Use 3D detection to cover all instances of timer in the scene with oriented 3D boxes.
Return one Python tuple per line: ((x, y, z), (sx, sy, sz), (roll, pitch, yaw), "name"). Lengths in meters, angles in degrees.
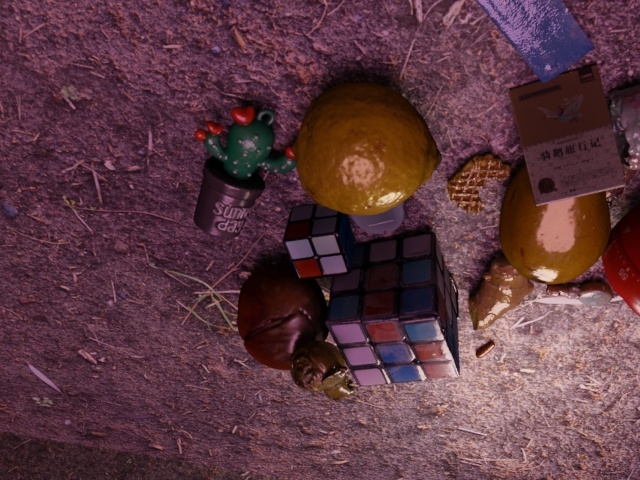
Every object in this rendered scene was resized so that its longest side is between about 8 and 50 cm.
((0.986, 0.065, 1.593), (0.378, 0.377, 0.279), (18, 135, -8), "timer")

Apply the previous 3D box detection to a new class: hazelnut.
((-0.116, 0.253, 1.951), (0.316, 0.372, 0.372), (-18, 141, -30), "hazelnut")

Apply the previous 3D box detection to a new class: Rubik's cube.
((0.000, 0.001, 1.815), (0.180, 0.167, 0.183), (-6, 129, 14), "Rubik's cube")
((0.243, 0.229, 1.861), (0.359, 0.363, 0.362), (-7, 135, 19), "Rubik's cube")

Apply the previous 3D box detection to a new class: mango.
((0.663, -0.074, 1.618), (0.302, 0.220, 0.444), (12, 130, 13), "mango")

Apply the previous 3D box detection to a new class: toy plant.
((-0.227, -0.202, 1.658), (0.280, 0.185, 0.400), (25, 114, -1), "toy plant")

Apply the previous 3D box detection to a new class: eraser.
((0.498, -0.519, 1.354), (0.312, 0.042, 0.144), (39, 124, -24), "eraser")

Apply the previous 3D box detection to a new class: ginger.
((0.588, 0.182, 1.932), (0.190, 0.126, 0.354), (11, 136, -16), "ginger")

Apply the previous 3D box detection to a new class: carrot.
((0.628, 0.419, 2.200), (0.032, 0.032, 0.093), (28, 126, -17), "carrot")

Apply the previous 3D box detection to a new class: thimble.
((0.814, -0.290, 1.437), (0.150, 0.185, 0.210), (-15, 94, 18), "thimble")

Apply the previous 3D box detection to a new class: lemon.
((0.117, -0.229, 1.479), (0.388, 0.349, 0.349), (7, 133, 7), "lemon")

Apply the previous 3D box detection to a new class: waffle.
((0.458, -0.167, 1.678), (0.149, 0.051, 0.194), (30, 124, -19), "waffle")

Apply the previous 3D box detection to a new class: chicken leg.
((0.024, 0.427, 1.819), (0.202, 0.152, 0.429), (-8, 150, 13), "chicken leg")

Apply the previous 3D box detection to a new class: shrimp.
((0.839, -0.164, 1.634), (0.102, 0.042, 0.190), (-6, 130, 4), "shrimp")

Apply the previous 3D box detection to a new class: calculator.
((0.157, -0.132, 1.755), (0.186, 0.041, 0.298), (-12, 131, 18), "calculator")

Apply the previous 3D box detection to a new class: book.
((0.622, -0.262, 1.462), (0.217, 0.021, 0.310), (-14, 90, 19), "book")

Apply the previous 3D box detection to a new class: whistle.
((0.872, 0.173, 1.928), (0.220, 0.057, 0.107), (4, 146, 11), "whistle")
